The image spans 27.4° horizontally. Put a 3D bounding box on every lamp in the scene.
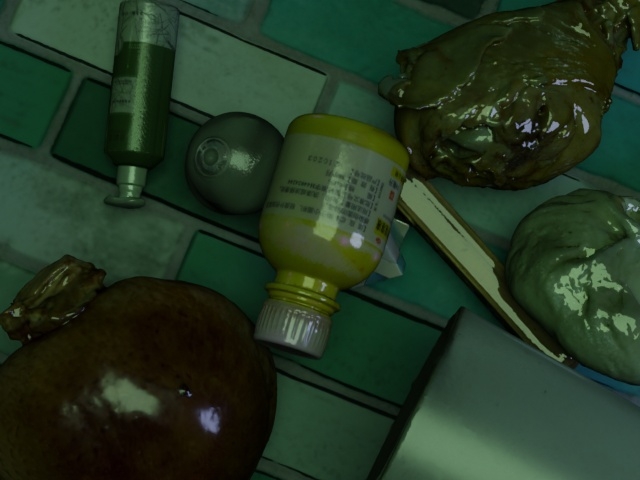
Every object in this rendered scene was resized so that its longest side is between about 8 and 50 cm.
[{"bbox_3d":[-0.082,-0.075,1.284,0.105,0.105,0.105,1,84,-6],"label":"lamp"}]

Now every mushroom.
[{"bbox_3d":[-0.180,0.144,1.206,0.283,0.195,0.263,44,87,0],"label":"mushroom"}]

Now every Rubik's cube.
[{"bbox_3d":[0.049,0.005,1.303,0.075,0.073,0.084,5,81,-4],"label":"Rubik's cube"}]

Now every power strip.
[{"bbox_3d":[0.153,0.025,1.316,0.044,0.064,0.305,-42,89,-2],"label":"power strip"}]

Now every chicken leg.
[{"bbox_3d":[0.246,-0.204,1.316,0.201,0.153,0.429,44,74,8],"label":"chicken leg"}]

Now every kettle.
[{"bbox_3d":[0.211,0.299,1.172,0.376,0.250,0.361,26,75,4],"label":"kettle"}]

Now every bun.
[{"bbox_3d":[0.286,0.032,1.256,0.212,0.126,0.204,39,37,12],"label":"bun"}]

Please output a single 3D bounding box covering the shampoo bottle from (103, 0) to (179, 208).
[{"bbox_3d":[-0.182,-0.133,1.305,0.065,0.065,0.205,6,83,-5],"label":"shampoo bottle"}]

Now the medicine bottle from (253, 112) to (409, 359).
[{"bbox_3d":[0.000,0.000,1.216,0.121,0.122,0.213,17,79,-3],"label":"medicine bottle"}]
